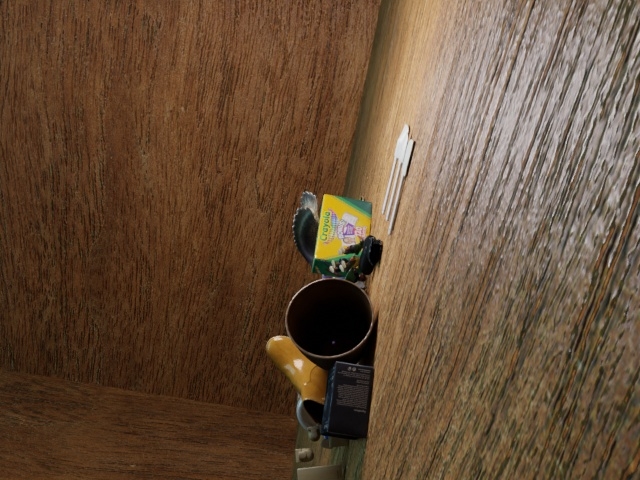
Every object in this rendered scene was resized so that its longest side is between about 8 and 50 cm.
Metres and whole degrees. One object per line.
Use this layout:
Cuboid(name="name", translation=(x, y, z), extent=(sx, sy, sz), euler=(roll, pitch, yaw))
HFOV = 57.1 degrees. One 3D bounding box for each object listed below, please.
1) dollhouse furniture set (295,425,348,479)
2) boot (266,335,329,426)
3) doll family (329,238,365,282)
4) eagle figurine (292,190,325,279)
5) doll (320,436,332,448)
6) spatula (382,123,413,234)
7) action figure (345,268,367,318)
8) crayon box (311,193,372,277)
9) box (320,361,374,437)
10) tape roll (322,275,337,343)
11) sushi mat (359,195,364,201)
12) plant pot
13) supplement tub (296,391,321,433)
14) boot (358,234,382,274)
Cuboid(name="dollhouse furniture set", translation=(0.007, 0.577, 1.579), extent=(0.123, 0.144, 0.151), euler=(91, 173, -71))
Cuboid(name="boot", translation=(-0.034, 0.374, 1.548), extent=(0.104, 0.295, 0.211), euler=(-54, -2, 10))
Cuboid(name="doll family", translation=(0.096, 0.073, 1.714), extent=(0.076, 0.111, 0.193), euler=(62, 148, 23))
Cuboid(name="eagle figurine", translation=(0.006, -0.009, 2.075), extent=(0.225, 0.298, 0.226), euler=(-59, 13, -22))
Cuboid(name="doll", translation=(0.032, 0.576, 1.843), extent=(0.189, 0.046, 0.129), euler=(-78, 8, -85))
Cuboid(name="spatula", translation=(0.189, -0.149, 1.432), extent=(0.168, 0.019, 0.242), euler=(-97, 15, -64))
Cuboid(name="action figure", translation=(0.099, 0.170, 1.708), extent=(0.232, 0.063, 0.137), euler=(78, -161, -77))
Cuboid(name="crayon box", translation=(0.071, -0.013, 1.885), extent=(0.081, 0.165, 0.279), euler=(102, 176, -50))
Cuboid(name="box", translation=(0.060, 0.377, 1.374), extent=(0.156, 0.093, 0.158), euler=(105, 173, -68))
Cuboid(name="tape roll", translation=(0.042, 0.256, 1.896), extent=(0.275, 0.090, 0.275), euler=(5, -90, -84))
Cuboid(name="sushi mat", translation=(0.130, -0.002, 2.251), extent=(0.151, 0.019, 0.317), euler=(-86, 5, -58))
Cuboid(name="plant pot", translation=(0.035, 0.247, 1.508), extent=(0.230, 0.215, 0.215), euler=(78, -163, -55))
Cuboid(name="supplement tub", translation=(0.002, 0.475, 1.762), extent=(0.200, 0.144, 0.145), euler=(-94, 14, -81))
Cuboid(name="boot", translation=(0.136, 0.046, 1.582), extent=(0.099, 0.045, 0.121), euler=(-115, 32, -76))
